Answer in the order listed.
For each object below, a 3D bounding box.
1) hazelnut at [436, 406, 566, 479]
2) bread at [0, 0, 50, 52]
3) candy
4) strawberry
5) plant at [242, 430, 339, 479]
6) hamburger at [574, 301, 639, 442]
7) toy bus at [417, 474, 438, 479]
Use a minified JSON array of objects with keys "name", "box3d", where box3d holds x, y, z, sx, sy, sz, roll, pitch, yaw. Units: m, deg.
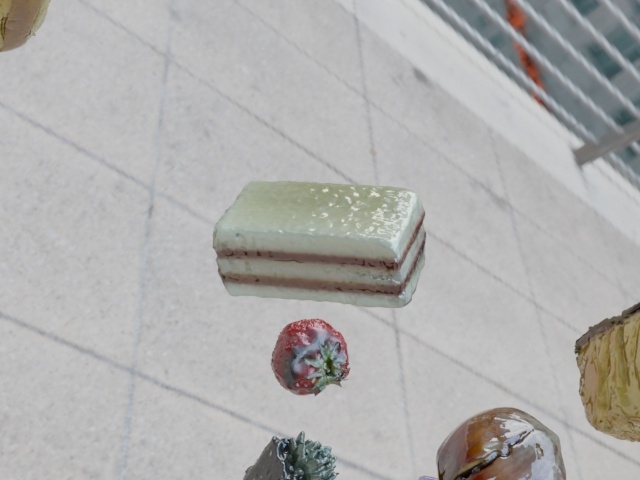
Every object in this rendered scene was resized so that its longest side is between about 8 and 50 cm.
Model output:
[{"name":"hazelnut","box3d":[0.292,0.377,1.484,0.181,0.181,0.212,3,42,-30]},{"name":"bread","box3d":[-0.498,-0.380,1.410,0.140,0.236,0.106,-12,76,-29]},{"name":"candy","box3d":[0.000,0.000,1.416,0.179,0.320,0.135,-56,143,-51]},{"name":"strawberry","box3d":[-0.017,0.142,1.131,0.106,0.106,0.106,34,37,-30]},{"name":"plant","box3d":[-0.063,0.479,1.872,0.129,0.194,0.132,34,22,-49]},{"name":"hamburger","box3d":[0.290,0.089,0.619,0.124,0.262,0.131,19,60,-11]},{"name":"toy bus","box3d":[0.234,0.555,1.808,0.096,0.108,0.199,16,8,-2]}]
